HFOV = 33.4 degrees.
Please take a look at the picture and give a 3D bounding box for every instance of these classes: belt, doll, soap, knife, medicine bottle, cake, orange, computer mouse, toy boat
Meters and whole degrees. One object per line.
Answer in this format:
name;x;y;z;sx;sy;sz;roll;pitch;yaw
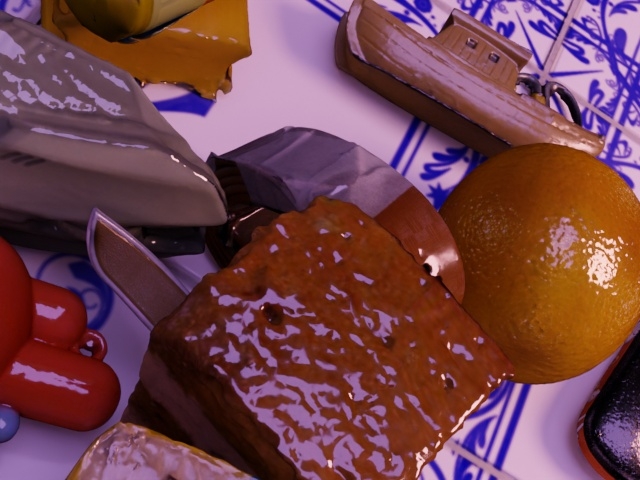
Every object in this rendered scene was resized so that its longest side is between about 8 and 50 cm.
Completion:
belt;0.000;0.000;0.936;0.105;0.184;0.261;-27;48;-33
doll;-0.290;0.064;0.828;0.290;0.130;0.161;21;55;-21
soap;-0.180;-0.313;1.088;0.204;0.096;0.324;5;63;-23
knife;-0.119;0.066;0.886;0.046;0.022;0.256;-41;125;-9
medicine bottle;-0.128;-0.266;0.961;0.239;0.124;0.124;-36;83;-34
cake;-0.022;0.132;0.818;0.199;0.293;0.196;43;57;8
orange;0.209;0.023;1.024;0.236;0.236;0.236;11;61;-20
computer mouse;-0.281;-0.087;0.854;0.429;0.228;0.145;28;62;-11
toy boat;0.166;-0.174;1.170;0.321;0.089;0.121;29;72;-2

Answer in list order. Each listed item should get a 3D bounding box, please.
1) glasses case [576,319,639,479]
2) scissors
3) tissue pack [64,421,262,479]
glasses case;0.357;0.149;1.117;0.103;0.067;0.266;45;55;1
scissors;0.246;-0.063;1.203;0.109;0.022;0.300;15;61;-13
tissue pack;-0.144;0.256;0.711;0.134;0.271;0.192;22;57;-9
